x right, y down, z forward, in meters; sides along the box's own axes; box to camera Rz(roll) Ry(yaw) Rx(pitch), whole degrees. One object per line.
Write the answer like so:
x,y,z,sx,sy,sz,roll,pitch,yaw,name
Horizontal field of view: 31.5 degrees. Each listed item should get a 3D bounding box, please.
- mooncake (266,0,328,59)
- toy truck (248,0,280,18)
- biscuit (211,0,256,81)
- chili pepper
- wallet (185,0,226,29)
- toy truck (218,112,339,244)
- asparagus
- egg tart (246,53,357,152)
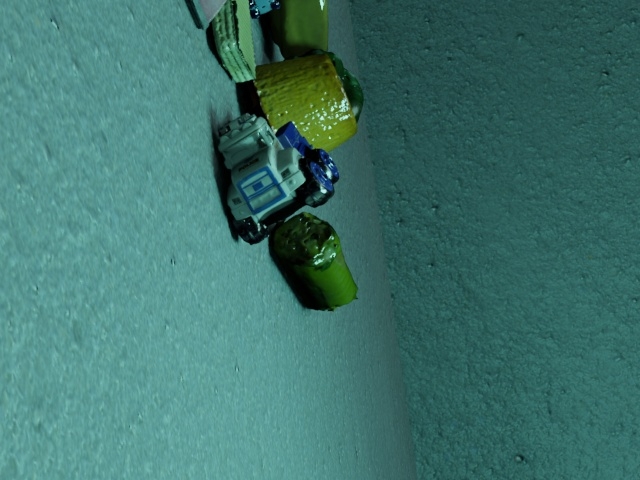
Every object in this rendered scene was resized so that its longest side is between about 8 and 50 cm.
-0.050,-0.467,2.249,0.235,0.117,0.235,174,-90,-82,mooncake
-0.113,-0.450,2.123,0.136,0.063,0.074,69,-2,-69,toy truck
-0.151,-0.397,1.838,0.150,0.052,0.252,56,27,-77,biscuit
-0.019,-0.286,2.197,0.165,0.173,0.261,45,22,-32,chili pepper
-0.178,-0.427,1.635,0.119,0.025,0.232,-61,152,-26,wallet
-0.081,-0.114,1.732,0.177,0.161,0.213,58,15,-12,toy truck
0.003,0.063,2.092,0.108,0.128,0.382,-58,157,-16,asparagus
-0.039,-0.229,1.976,0.215,0.170,0.215,157,-90,-90,egg tart
